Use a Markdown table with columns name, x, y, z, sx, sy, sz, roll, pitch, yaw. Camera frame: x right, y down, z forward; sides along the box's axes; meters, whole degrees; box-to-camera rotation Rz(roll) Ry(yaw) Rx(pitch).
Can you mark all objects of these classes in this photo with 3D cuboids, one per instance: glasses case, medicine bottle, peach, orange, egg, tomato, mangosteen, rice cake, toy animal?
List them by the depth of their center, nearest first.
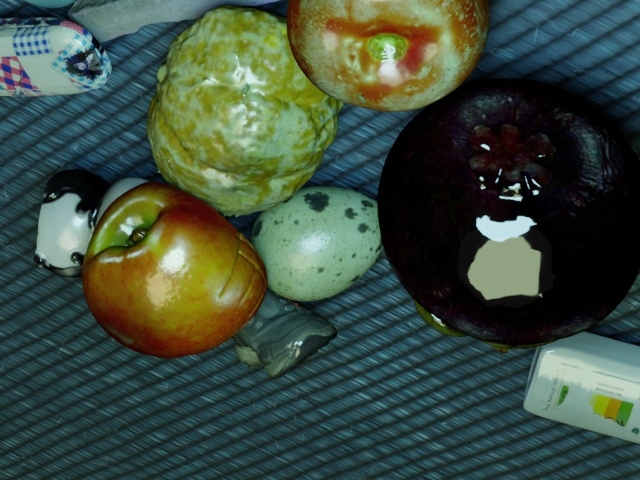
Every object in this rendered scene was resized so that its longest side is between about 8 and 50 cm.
| name | x | y | z | sx | sy | sz | roll | pitch | yaw |
| --- | --- | --- | --- | --- | --- | --- | --- | --- | --- |
| tomato | 0.089 | -0.310 | 1.763 | 0.270 | 0.222 | 0.270 | 4 | 134 | 4 |
| mangosteen | 0.267 | -0.020 | 1.859 | 0.382 | 0.382 | 0.435 | 9 | 156 | 11 |
| rice cake | -0.185 | -0.357 | 1.918 | 0.399 | 0.064 | 0.070 | -9 | 132 | 23 |
| orange | -0.109 | -0.162 | 1.936 | 0.271 | 0.210 | 0.368 | 9 | 138 | -19 |
| peach | -0.218 | 0.061 | 1.984 | 0.245 | 0.248 | 0.275 | -47 | 130 | -1 |
| glasses case | -0.464 | -0.280 | 2.030 | 0.328 | 0.076 | 0.125 | 2 | 140 | 29 |
| egg | 0.000 | 0.000 | 2.061 | 0.228 | 0.177 | 0.177 | -20 | 119 | 14 |
| medicine bottle | 0.485 | 0.243 | 2.134 | 0.296 | 0.111 | 0.161 | 15 | 129 | 5 |
| toy animal | -0.333 | -0.016 | 2.156 | 0.235 | 0.165 | 0.187 | 12 | 101 | 14 |

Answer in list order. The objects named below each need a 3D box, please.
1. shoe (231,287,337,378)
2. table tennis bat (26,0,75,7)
| name | x | y | z | sx | sy | sz | roll | pitch | yaw |
| --- | --- | --- | --- | --- | --- | --- | --- | --- | --- |
| shoe | -0.088 | 0.115 | 2.145 | 0.171 | 0.132 | 0.336 | 58 | 165 | -8 |
| table tennis bat | -0.394 | -0.438 | 1.941 | 0.153 | 0.040 | 0.244 | 34 | 132 | -10 |
